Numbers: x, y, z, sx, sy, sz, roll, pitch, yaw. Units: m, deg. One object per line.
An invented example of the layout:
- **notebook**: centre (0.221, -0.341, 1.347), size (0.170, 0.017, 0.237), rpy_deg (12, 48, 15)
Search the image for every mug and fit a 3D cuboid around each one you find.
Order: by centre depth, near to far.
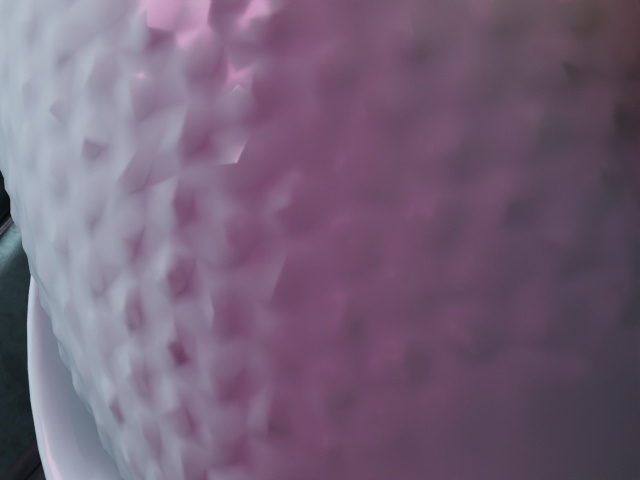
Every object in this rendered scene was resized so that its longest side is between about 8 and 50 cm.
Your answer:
- **mug**: centre (0.000, 0.000, 0.600), size (0.276, 0.328, 0.374), rpy_deg (5, -30, -42)
